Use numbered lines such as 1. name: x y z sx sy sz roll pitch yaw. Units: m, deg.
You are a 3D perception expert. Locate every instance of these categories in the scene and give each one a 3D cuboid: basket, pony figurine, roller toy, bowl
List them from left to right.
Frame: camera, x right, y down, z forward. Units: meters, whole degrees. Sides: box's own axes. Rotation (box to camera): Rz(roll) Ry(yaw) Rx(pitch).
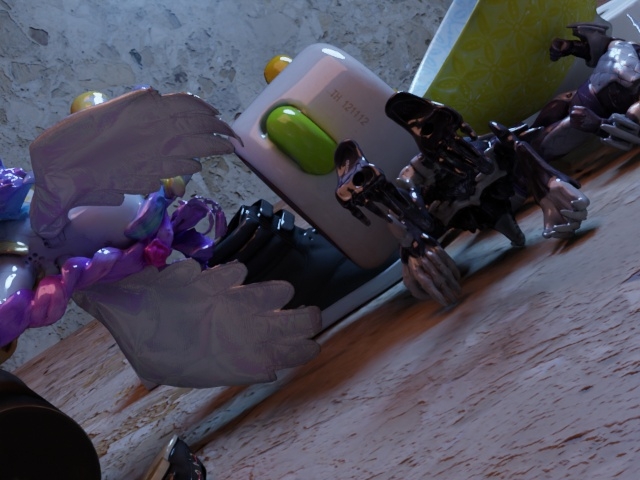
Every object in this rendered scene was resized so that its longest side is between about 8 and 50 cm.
1. basket: -0.289 0.204 1.140 0.227 0.154 0.204 -12 47 59
2. pony figurine: -0.199 -0.008 1.171 0.351 0.303 0.363 -16 29 9
3. roller toy: 0.025 -0.083 1.208 0.146 0.191 0.209 -47 21 -2
4. bowl: 0.221 -0.221 1.418 0.289 0.156 0.289 -61 5 9

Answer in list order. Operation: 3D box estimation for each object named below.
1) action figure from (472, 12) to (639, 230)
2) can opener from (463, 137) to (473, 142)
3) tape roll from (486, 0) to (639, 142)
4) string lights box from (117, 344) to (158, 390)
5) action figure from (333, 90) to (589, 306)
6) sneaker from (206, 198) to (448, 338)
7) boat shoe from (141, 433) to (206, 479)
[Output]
1. action figure: 0.244 -0.121 1.248 0.285 0.099 0.185 -38 21 25
2. can opener: 0.153 -0.114 1.895 0.186 0.059 0.073 -36 8 -35
3. tape roll: 0.323 -0.213 1.641 0.286 0.100 0.286 -32 5 3
4. string lights box: -0.168 0.100 1.713 0.133 0.076 0.259 -31 6 9
5. action figure: 0.117 -0.028 1.056 0.164 0.141 0.276 -39 -23 17
6. sneaker: 0.000 0.000 1.331 0.296 0.147 0.104 -33 5 -18
7. boat shoe: -0.109 0.178 0.965 0.049 0.042 0.133 -58 6 -1
